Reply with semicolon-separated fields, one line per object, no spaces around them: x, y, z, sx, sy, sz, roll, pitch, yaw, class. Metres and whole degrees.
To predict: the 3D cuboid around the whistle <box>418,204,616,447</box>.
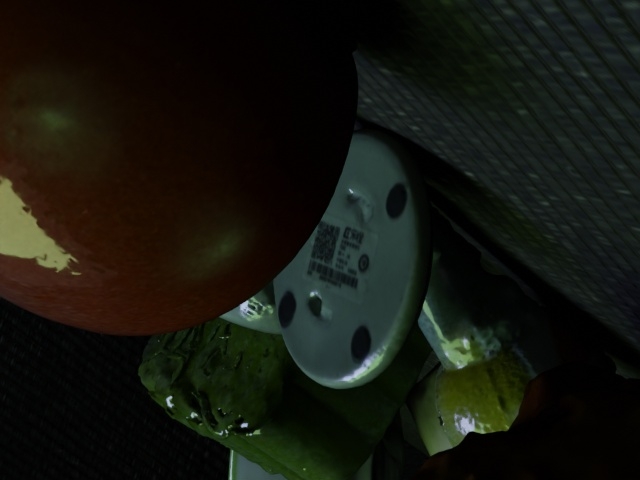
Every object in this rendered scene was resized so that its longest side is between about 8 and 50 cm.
0.117;0.063;1.274;0.223;0.123;0.123;59;169;-13;whistle

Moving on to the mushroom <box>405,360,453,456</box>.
0.173;0.250;1.634;0.336;0.314;0.314;59;180;16;mushroom

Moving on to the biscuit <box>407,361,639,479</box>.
0.253;0.223;1.139;0.342;0.166;0.395;29;171;26;biscuit

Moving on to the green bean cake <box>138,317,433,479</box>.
-0.013;0.061;1.420;0.113;0.214;0.200;39;170;-32;green bean cake

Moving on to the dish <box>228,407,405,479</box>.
0.016;0.142;1.701;0.124;0.324;0.324;7;168;8;dish

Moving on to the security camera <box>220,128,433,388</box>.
0.000;0.000;1.258;0.080;0.157;0.301;11;-174;-31;security camera

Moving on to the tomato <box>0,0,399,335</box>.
-0.105;-0.074;0.946;0.256;0.224;0.256;27;180;0;tomato
